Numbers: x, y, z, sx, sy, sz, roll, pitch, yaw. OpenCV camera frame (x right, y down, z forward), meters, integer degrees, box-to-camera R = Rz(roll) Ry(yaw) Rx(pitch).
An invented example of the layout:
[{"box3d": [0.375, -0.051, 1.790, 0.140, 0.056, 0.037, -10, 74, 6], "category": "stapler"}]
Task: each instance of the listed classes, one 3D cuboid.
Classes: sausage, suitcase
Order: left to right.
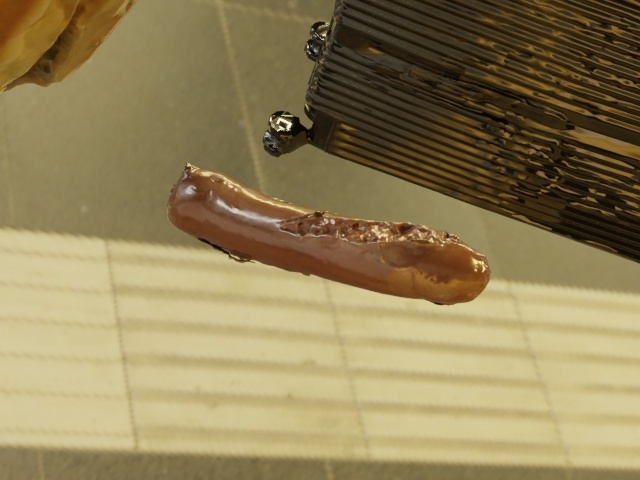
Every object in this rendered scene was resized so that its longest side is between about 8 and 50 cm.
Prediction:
[{"box3d": [0.000, -0.001, 1.298, 0.304, 0.078, 0.078, 15, 40, 18], "category": "sausage"}, {"box3d": [0.156, -0.128, 1.019, 0.335, 0.230, 0.152, 20, 45, 0], "category": "suitcase"}]

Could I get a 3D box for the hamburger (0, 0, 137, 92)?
[{"box3d": [-0.193, -0.218, 0.721, 0.284, 0.304, 0.174, 52, 38, 5], "category": "hamburger"}]
